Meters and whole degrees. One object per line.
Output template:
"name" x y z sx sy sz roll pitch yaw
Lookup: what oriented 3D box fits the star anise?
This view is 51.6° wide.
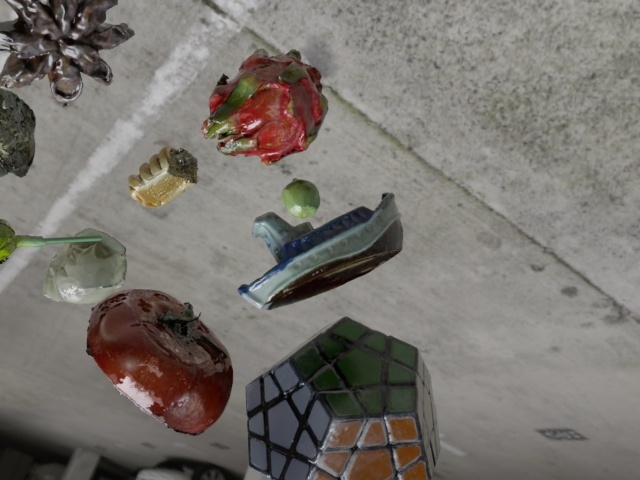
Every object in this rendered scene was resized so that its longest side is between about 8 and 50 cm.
"star anise" -0.524 -0.416 1.339 0.117 0.331 0.332 44 171 34

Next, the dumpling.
"dumpling" -0.485 0.052 1.362 0.181 0.155 0.111 -3 167 -10

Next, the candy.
"candy" -0.382 0.000 0.904 0.058 0.062 0.193 9 -173 37

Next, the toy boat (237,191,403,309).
"toy boat" 0.000 0.000 0.879 0.261 0.115 0.114 -20 160 -22

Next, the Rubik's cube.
"Rubik's cube" 0.038 0.275 1.025 0.318 0.264 0.319 25 160 10

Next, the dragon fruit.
"dragon fruit" -0.122 -0.290 1.463 0.237 0.302 0.231 23 145 44

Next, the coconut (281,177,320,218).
"coconut" -0.044 -0.097 1.462 0.087 0.096 0.088 -18 163 -6

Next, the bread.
"bread" -0.377 -0.152 1.580 0.177 0.084 0.119 -32 140 13

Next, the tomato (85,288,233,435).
"tomato" -0.201 0.144 0.893 0.228 0.101 0.228 43 -168 -11

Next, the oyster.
"oyster" -0.758 -0.276 1.523 0.158 0.162 0.351 -13 153 1
